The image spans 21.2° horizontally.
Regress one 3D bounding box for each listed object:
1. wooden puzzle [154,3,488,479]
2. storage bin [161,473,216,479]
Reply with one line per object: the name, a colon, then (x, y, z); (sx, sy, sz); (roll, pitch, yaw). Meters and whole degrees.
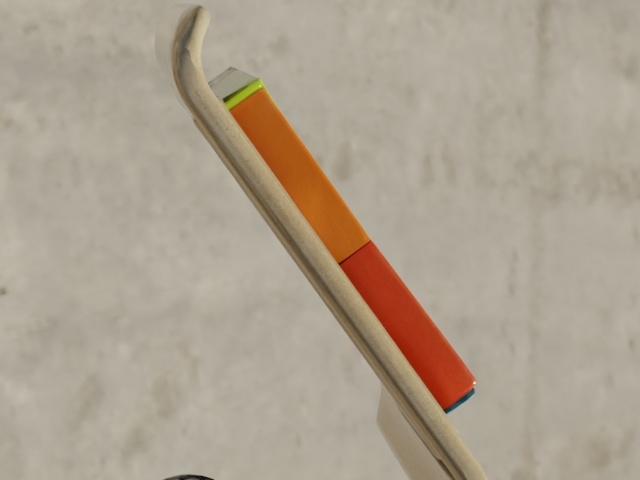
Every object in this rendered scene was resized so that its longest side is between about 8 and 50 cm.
wooden puzzle: (0.000, 0.000, 0.752); (0.239, 0.044, 0.221); (59, -2, -11)
storage bin: (-0.035, 0.181, 0.549); (0.180, 0.122, 0.084); (51, 6, -1)
